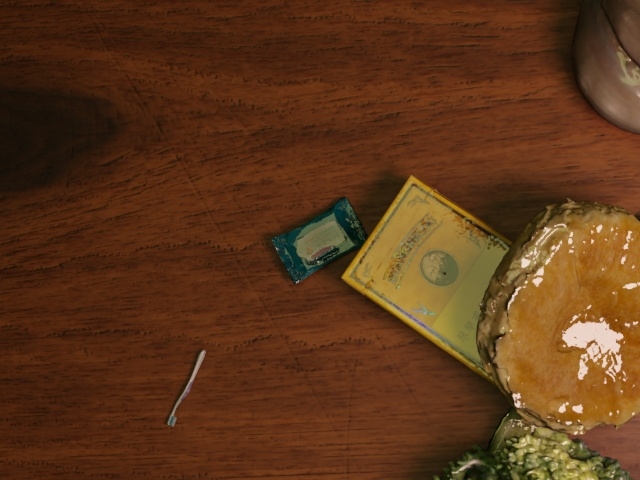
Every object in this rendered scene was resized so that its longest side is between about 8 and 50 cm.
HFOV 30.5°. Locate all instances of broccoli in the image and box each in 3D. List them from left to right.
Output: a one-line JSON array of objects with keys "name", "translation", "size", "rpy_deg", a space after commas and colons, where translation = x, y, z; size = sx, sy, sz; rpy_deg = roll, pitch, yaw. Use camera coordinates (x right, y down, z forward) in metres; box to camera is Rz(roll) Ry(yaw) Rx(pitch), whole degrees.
[{"name": "broccoli", "translation": [0.274, 0.370, 1.559], "size": [0.375, 0.302, 0.249], "rpy_deg": [17, 93, 52]}]

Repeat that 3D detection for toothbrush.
[{"name": "toothbrush", "translation": [-0.211, 0.233, 1.854], "size": [0.013, 0.011, 0.131], "rpy_deg": [23, 88, 27]}]

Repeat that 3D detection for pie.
[{"name": "pie", "translation": [0.374, 0.113, 1.637], "size": [0.339, 0.083, 0.340], "rpy_deg": [-2, 99, -16]}]

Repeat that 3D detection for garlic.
[{"name": "garlic", "translation": [0.532, -0.256, 1.694], "size": [0.340, 0.231, 0.246], "rpy_deg": [17, 41, -1]}]

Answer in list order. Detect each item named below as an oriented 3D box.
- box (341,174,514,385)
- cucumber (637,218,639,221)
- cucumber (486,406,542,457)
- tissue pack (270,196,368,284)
[{"name": "box", "translation": [0.209, 0.064, 1.746], "size": [0.301, 0.084, 0.193], "rpy_deg": [34, 89, 15]}, {"name": "cucumber", "translation": [0.551, 0.030, 1.678], "size": [0.115, 0.085, 0.193], "rpy_deg": [-38, 73, 51]}, {"name": "cucumber", "translation": [0.290, 0.281, 1.723], "size": [0.067, 0.035, 0.107], "rpy_deg": [30, 88, -3]}, {"name": "tissue pack", "translation": [0.000, 0.000, 1.833], "size": [0.138, 0.028, 0.085], "rpy_deg": [-29, 80, 2]}]
